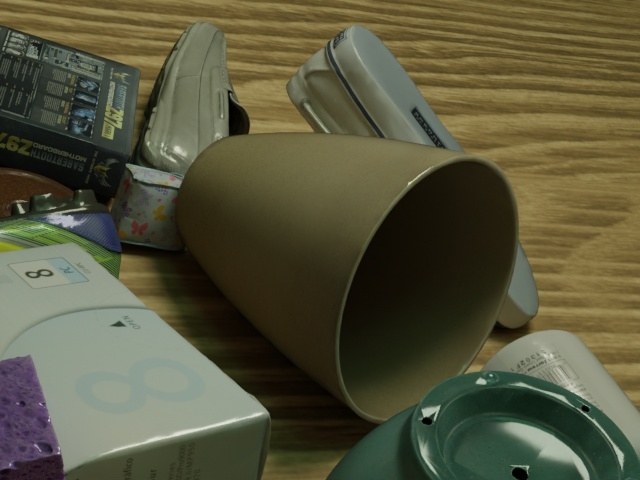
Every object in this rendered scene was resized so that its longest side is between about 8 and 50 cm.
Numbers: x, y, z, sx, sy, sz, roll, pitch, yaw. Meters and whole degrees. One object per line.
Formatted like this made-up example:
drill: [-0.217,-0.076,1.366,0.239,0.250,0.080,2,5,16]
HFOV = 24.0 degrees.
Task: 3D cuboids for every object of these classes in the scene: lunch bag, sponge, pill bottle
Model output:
lunch bag: [-0.160,-0.031,1.488,0.083,0.071,0.053,10,21,-28]
sponge: [-0.274,0.141,0.962,0.210,0.031,0.117,-15,33,-15]
pill bottle: [0.238,0.199,1.347,0.131,0.131,0.229,3,36,-32]

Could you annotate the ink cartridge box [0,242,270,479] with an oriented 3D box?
ink cartridge box: [-0.277,0.118,1.071,0.385,0.091,0.308,-7,28,-36]

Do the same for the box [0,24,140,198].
box: [-0.286,-0.141,1.578,0.183,0.059,0.232,16,27,-13]

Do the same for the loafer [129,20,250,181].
loafer: [-0.133,-0.134,1.649,0.111,0.112,0.319,23,37,-12]

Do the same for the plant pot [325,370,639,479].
plant pot: [0.129,0.223,1.124,0.293,0.196,0.293,10,36,-7]

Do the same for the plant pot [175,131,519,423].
plant pot: [0.000,0.000,1.419,0.274,0.256,0.256,25,26,36]

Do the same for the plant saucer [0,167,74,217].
plant saucer: [-0.282,-0.014,1.417,0.199,0.036,0.198,18,30,-11]

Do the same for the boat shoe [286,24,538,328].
boat shoe: [0.081,-0.040,1.623,0.367,0.156,0.136,54,26,-5]

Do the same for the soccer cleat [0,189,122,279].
soccer cleat: [-0.300,0.035,1.273,0.289,0.093,0.121,-13,89,-30]
